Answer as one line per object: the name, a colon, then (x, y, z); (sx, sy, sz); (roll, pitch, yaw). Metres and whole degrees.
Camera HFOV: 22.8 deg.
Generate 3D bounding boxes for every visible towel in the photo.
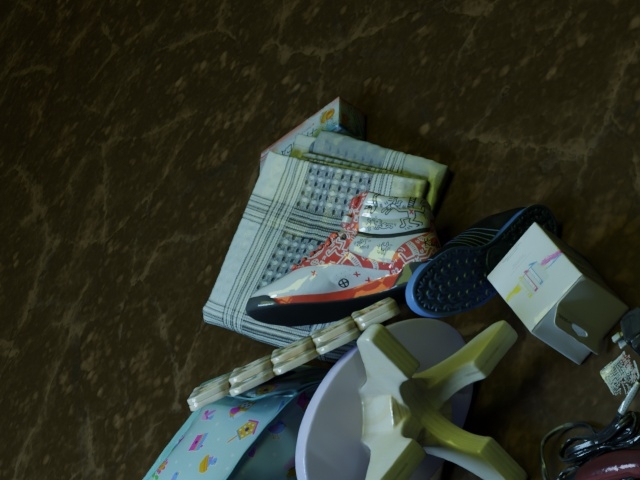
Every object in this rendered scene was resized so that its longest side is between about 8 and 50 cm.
towel: (0.000, 0.000, 2.233); (0.312, 0.056, 0.324); (15, 75, 44)

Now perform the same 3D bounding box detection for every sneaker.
sneaker: (0.029, 0.022, 2.107); (0.270, 0.090, 0.145); (-12, 65, 15)
sneaker: (0.182, 0.030, 1.917); (0.232, 0.081, 0.090); (-28, 4, -30)

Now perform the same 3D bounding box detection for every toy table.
toy table: (0.108, 0.201, 1.821); (0.274, 0.252, 0.161); (-61, 18, -21)

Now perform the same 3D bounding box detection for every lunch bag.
lunch bag: (-0.080, 0.265, 2.090); (0.262, 0.160, 0.223); (-55, 24, -21)

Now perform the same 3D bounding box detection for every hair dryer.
hair dryer: (0.339, 0.230, 1.634); (0.223, 0.080, 0.293); (-63, 22, 23)

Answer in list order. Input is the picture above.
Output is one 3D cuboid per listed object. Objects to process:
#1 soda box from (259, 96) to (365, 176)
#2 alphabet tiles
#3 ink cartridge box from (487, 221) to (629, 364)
soda box: (-0.013, -0.142, 2.429); (0.183, 0.058, 0.063); (-33, 40, 36)
alphabet tiles: (-0.033, 0.139, 1.984); (0.284, 0.021, 0.278); (-26, 0, 0)
ink cartridge box: (0.275, 0.064, 1.819); (0.090, 0.092, 0.143); (-51, 34, 12)
